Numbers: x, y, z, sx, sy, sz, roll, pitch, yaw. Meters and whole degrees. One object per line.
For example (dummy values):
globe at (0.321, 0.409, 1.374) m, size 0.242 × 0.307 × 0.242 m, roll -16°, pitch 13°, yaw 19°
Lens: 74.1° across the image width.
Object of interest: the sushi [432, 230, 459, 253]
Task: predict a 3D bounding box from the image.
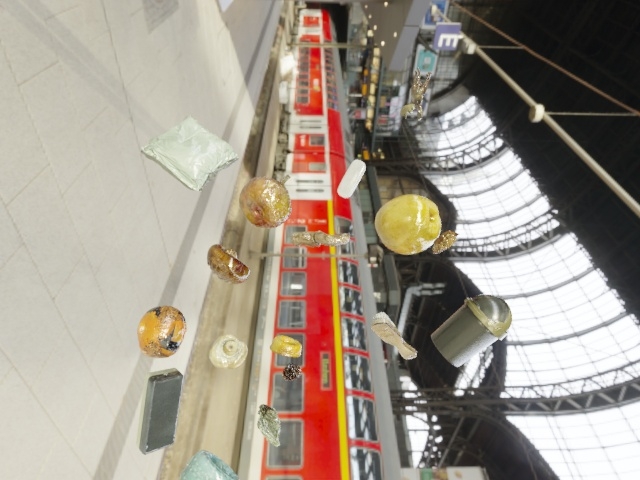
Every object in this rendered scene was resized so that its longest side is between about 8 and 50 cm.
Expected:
sushi at (0.458, 0.007, 1.555) m, size 0.118 × 0.061 × 0.060 m, roll -55°, pitch -156°, yaw 31°

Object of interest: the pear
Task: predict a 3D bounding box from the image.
pear at (0.429, -0.078, 2.083) m, size 0.314 × 0.314 × 0.315 m, roll -179°, pitch -90°, yaw -89°

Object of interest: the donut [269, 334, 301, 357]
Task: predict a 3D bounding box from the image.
donut at (-0.159, 0.493, 1.983) m, size 0.152 × 0.151 × 0.058 m, roll -101°, pitch -153°, yaw -83°

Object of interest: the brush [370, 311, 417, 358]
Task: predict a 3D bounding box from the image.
brush at (0.271, 0.346, 1.541) m, size 0.327 × 0.070 × 0.065 m, roll 47°, pitch 28°, yaw -41°

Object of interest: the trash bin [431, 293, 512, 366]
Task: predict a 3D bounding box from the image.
trash bin at (0.648, 0.362, 1.793) m, size 0.334 × 0.214 × 0.214 m, roll -43°, pitch -162°, yaw 17°

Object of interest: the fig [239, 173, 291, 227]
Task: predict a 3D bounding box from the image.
fig at (-0.246, -0.240, 2.272) m, size 0.369 × 0.286 × 0.286 m, roll -47°, pitch 150°, yaw -40°

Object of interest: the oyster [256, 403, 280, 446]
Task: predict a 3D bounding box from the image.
oyster at (-0.230, 0.818, 1.887) m, size 0.064 × 0.124 × 0.177 m, roll -52°, pitch -148°, yaw 33°

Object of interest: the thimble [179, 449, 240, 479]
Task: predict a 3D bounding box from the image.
thimble at (-0.424, 0.922, 1.625) m, size 0.143 × 0.235 × 0.198 m, roll -47°, pitch -177°, yaw -19°

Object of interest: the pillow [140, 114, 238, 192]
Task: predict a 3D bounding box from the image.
pillow at (-0.528, -0.366, 1.761) m, size 0.283 × 0.310 × 0.138 m, roll -52°, pitch 177°, yaw -29°

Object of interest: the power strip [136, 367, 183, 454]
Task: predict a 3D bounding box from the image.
power strip at (-0.494, 0.517, 1.309) m, size 0.105 × 0.070 × 0.257 m, roll 1°, pitch 104°, yaw -47°

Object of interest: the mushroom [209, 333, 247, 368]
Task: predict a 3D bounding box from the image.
mushroom at (-0.353, 0.429, 1.631) m, size 0.112 × 0.148 × 0.148 m, roll -54°, pitch -154°, yaw 41°

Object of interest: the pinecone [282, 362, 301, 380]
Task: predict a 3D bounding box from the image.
pinecone at (-0.122, 0.563, 1.811) m, size 0.077 × 0.083 × 0.077 m, roll 4°, pitch 85°, yaw -55°

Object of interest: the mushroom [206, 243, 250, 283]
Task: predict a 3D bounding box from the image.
mushroom at (-0.480, 0.127, 2.182) m, size 0.153 × 0.253 × 0.253 m, roll -48°, pitch 169°, yaw -14°

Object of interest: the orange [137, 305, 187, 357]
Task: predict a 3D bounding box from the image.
orange at (-0.707, 0.402, 1.880) m, size 0.182 × 0.234 × 0.235 m, roll 19°, pitch 66°, yaw -49°

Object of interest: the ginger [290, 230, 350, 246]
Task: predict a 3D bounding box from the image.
ginger at (-0.002, 0.000, 2.010) m, size 0.122 × 0.290 × 0.084 m, roll 62°, pitch 33°, yaw -50°

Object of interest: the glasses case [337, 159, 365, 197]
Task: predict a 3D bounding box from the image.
glasses case at (0.152, -0.301, 2.077) m, size 0.197 × 0.076 × 0.049 m, roll -62°, pitch 163°, yaw 7°

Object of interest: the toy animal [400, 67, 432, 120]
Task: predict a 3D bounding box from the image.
toy animal at (0.408, -0.605, 1.770) m, size 0.214 × 0.093 × 0.186 m, roll -55°, pitch 162°, yaw -54°
